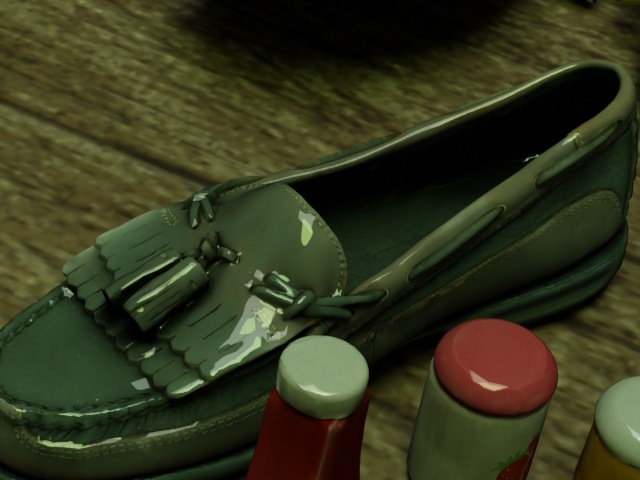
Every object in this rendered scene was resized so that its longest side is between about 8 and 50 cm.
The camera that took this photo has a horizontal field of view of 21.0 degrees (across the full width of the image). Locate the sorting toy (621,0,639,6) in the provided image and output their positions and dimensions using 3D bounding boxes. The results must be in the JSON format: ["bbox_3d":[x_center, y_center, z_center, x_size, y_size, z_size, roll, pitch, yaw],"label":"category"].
[{"bbox_3d":[0.240,-0.201,0.786,0.274,0.046,0.132,-45,38,-22],"label":"sorting toy"}]

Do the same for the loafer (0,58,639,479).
[{"bbox_3d":[0.000,0.000,0.581,0.267,0.084,0.096,-21,49,-32],"label":"loafer"}]

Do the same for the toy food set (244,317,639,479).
[{"bbox_3d":[0.038,0.079,0.479,0.111,0.104,0.232,31,44,23],"label":"toy food set"}]

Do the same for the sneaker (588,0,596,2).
[{"bbox_3d":[0.141,-0.134,0.819,0.083,0.032,0.037,-30,71,-35],"label":"sneaker"}]
